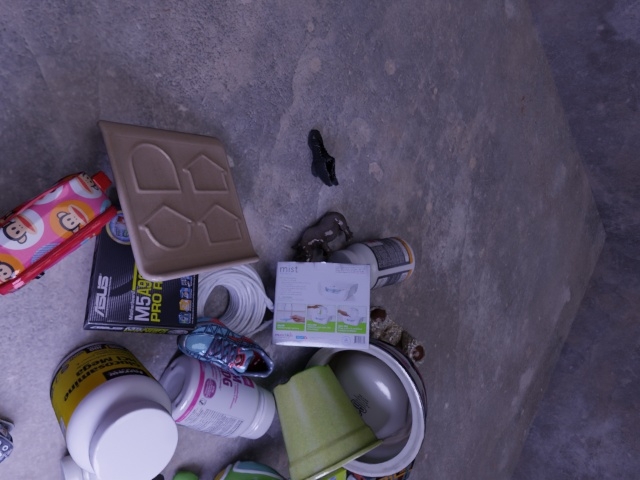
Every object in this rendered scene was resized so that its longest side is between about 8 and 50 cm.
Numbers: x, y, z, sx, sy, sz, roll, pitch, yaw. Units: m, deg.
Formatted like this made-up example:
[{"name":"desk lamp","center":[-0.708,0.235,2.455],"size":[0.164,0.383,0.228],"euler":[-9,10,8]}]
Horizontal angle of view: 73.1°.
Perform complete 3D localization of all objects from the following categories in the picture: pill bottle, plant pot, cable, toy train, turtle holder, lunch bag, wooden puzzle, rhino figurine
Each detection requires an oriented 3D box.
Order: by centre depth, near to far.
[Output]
[{"name":"lunch bag","center":[-0.492,-0.034,0.782],"size":[0.258,0.293,0.120],"euler":[-47,117,-24]},{"name":"pill bottle","center":[-0.416,0.339,0.868],"size":[0.187,0.333,0.188],"euler":[-7,100,-39]},{"name":"wooden puzzle","center":[-0.310,-0.086,0.964],"size":[0.322,0.080,0.348],"euler":[-9,76,-58]},{"name":"pill bottle","center":[-0.468,0.499,0.987],"size":[0.208,0.117,0.118],"euler":[-10,102,-38]},{"name":"pill bottle","center":[-0.263,0.414,1.116],"size":[0.283,0.160,0.161],"euler":[37,73,-37]},{"name":"cable","center":[-0.264,0.164,1.127],"size":[0.257,0.089,0.257],"euler":[-31,115,-30]},{"name":"turtle holder","center":[-0.224,0.718,1.145],"size":[0.319,0.227,0.244],"euler":[-4,100,-16]},{"name":"plant pot","center":[-0.006,0.496,1.195],"size":[0.275,0.276,0.254],"euler":[-7,59,-38]},{"name":"rhino figurine","center":[0.000,0.000,1.328],"size":[0.243,0.073,0.106],"euler":[-38,102,-28]},{"name":"pill bottle","center":[0.167,0.080,1.420],"size":[0.278,0.162,0.162],"euler":[-8,101,-38]},{"name":"toy train","center":[0.230,0.821,1.590],"size":[0.333,0.142,0.191],"euler":[5,102,-45]}]

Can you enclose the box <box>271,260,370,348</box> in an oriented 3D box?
[{"name":"box","center":[0.007,0.180,1.205],"size":[0.127,0.261,0.232],"euler":[71,20,-75]}]

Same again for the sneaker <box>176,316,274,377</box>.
[{"name":"sneaker","center":[-0.215,0.263,1.042],"size":[0.261,0.125,0.104],"euler":[30,78,-37]}]

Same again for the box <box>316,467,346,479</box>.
[{"name":"box","center":[0.011,0.859,1.480],"size":[0.178,0.042,0.109],"euler":[-5,99,-40]}]

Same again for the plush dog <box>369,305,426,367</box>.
[{"name":"plush dog","center":[0.195,0.375,1.501],"size":[0.262,0.210,0.225],"euler":[43,82,-3]}]

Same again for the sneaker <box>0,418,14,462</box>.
[{"name":"sneaker","center":[-0.654,0.323,0.821],"size":[0.153,0.099,0.283],"euler":[18,92,-35]}]

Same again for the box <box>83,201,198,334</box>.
[{"name":"box","center":[-0.380,0.065,0.948],"size":[0.216,0.060,0.270],"euler":[13,60,-34]}]

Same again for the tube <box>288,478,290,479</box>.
[{"name":"tube","center":[-0.087,0.882,1.398],"size":[0.080,0.052,0.207],"euler":[14,86,-19]}]

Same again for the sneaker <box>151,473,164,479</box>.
[{"name":"sneaker","center":[-0.488,0.611,0.955],"size":[0.162,0.106,0.281],"euler":[39,98,-26]}]

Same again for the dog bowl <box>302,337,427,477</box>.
[{"name":"dog bowl","center":[0.142,0.484,1.325],"size":[0.150,0.407,0.409],"euler":[-8,102,-61]}]

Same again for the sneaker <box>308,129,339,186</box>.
[{"name":"sneaker","center":[0.011,-0.247,1.292],"size":[0.051,0.089,0.171],"euler":[-12,104,-37]}]

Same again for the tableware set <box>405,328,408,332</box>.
[{"name":"tableware set","center":[0.285,0.405,1.654],"size":[0.154,0.024,0.104],"euler":[-20,112,-37]}]
